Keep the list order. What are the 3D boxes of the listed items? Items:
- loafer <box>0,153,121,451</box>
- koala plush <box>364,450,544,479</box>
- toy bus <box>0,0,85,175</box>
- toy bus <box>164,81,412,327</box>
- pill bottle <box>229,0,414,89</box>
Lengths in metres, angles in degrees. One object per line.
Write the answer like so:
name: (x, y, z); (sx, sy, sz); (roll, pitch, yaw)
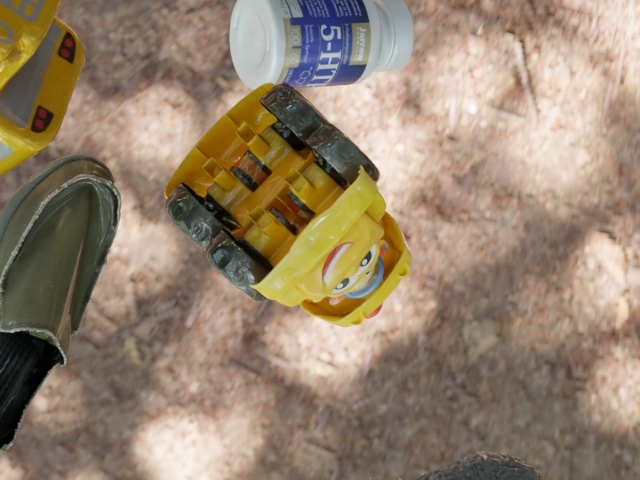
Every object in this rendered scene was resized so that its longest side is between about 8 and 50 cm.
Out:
loafer: (-0.210, 0.056, 1.191); (0.087, 0.251, 0.094); (17, 170, 46)
koala plush: (0.038, 0.260, 0.905); (0.203, 0.196, 0.221); (-1, 135, -30)
toy bus: (-0.274, -0.096, 1.092); (0.130, 0.108, 0.333); (34, 143, -28)
toy bus: (0.000, 0.000, 1.332); (0.149, 0.220, 0.211); (-45, 123, 0)
pill bottle: (0.004, -0.226, 1.773); (0.187, 0.112, 0.112); (-7, 124, -29)
